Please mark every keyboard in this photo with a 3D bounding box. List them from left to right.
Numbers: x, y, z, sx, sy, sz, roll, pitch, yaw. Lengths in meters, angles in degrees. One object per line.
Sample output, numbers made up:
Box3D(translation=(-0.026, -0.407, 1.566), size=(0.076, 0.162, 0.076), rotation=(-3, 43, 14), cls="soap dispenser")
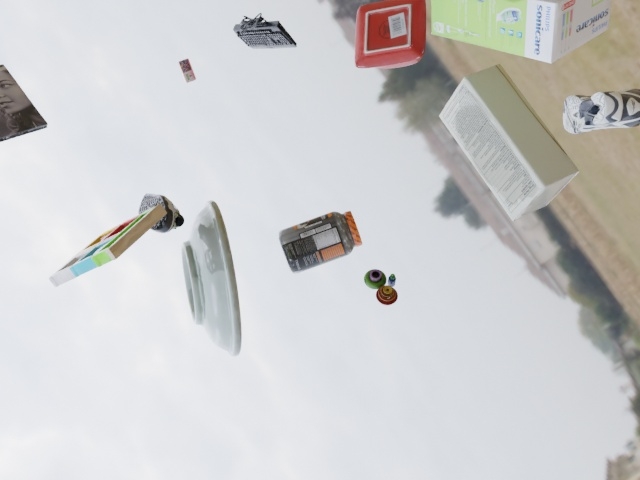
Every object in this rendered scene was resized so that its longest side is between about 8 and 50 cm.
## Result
Box3D(translation=(-0.138, -0.446, 1.921), size=(0.100, 0.038, 0.192), rotation=(46, 161, -32), cls="keyboard")

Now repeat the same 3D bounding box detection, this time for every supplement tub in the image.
Box3D(translation=(0.000, 0.000, 2.167), size=(0.117, 0.191, 0.117), rotation=(160, 90, -89), cls="supplement tub")

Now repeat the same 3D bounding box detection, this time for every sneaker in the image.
Box3D(translation=(-0.366, -0.065, 2.114), size=(0.097, 0.084, 0.235), rotation=(21, -173, -26), cls="sneaker")
Box3D(translation=(0.660, -0.293, 2.000), size=(0.235, 0.153, 0.094), rotation=(159, 111, -79), cls="sneaker")

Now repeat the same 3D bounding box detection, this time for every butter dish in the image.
Box3D(translation=(0.166, -0.435, 1.920), size=(0.118, 0.160, 0.160), rotation=(37, -128, -60), cls="butter dish")

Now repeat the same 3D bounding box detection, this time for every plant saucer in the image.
Box3D(translation=(-0.285, 0.102, 2.218), size=(0.400, 0.101, 0.400), rotation=(171, 90, -77), cls="plant saucer")

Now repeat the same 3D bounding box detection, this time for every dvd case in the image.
Box3D(translation=(-0.764, -0.317, 2.048), size=(0.165, 0.018, 0.221), rotation=(-26, -116, -34), cls="dvd case")

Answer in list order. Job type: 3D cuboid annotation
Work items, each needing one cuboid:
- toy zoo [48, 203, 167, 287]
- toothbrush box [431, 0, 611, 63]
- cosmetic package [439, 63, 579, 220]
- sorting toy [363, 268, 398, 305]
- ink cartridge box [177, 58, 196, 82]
Box3D(translation=(-0.497, 0.019, 1.999), size=(0.030, 0.293, 0.192), rotation=(56, -137, -15), cls="toy zoo")
Box3D(translation=(0.384, -0.456, 1.695), size=(0.283, 0.206, 0.122), rotation=(27, 136, 38), cls="toothbrush box")
Box3D(translation=(0.414, -0.219, 1.962), size=(0.309, 0.113, 0.160), rotation=(58, 153, 15), cls="cosmetic package")
Box3D(translation=(0.139, 0.094, 1.943), size=(0.102, 0.061, 0.042), rotation=(57, 162, 29), cls="sorting toy")
Box3D(translation=(-0.366, -0.464, 2.407), size=(0.115, 0.029, 0.062), rotation=(-139, 28, -75), cls="ink cartridge box")
